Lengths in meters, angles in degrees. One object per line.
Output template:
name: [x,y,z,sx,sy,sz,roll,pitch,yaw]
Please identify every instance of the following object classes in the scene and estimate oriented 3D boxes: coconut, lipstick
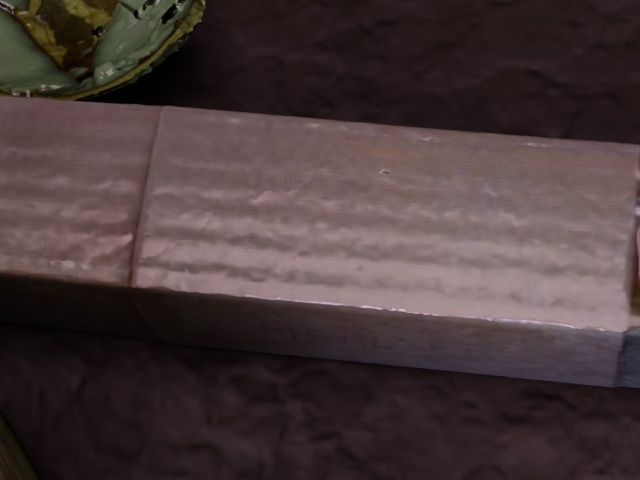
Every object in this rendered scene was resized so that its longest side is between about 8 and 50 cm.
coconut: [-0.126,-0.114,0.759,0.133,0.055,0.158,-22,66,-1]
lipstick: [0.000,0.000,0.687,0.371,0.076,0.080,6,71,9]

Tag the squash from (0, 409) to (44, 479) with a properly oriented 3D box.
squash: [-0.259,0.182,0.553,0.384,0.263,0.263,-31,68,-4]
